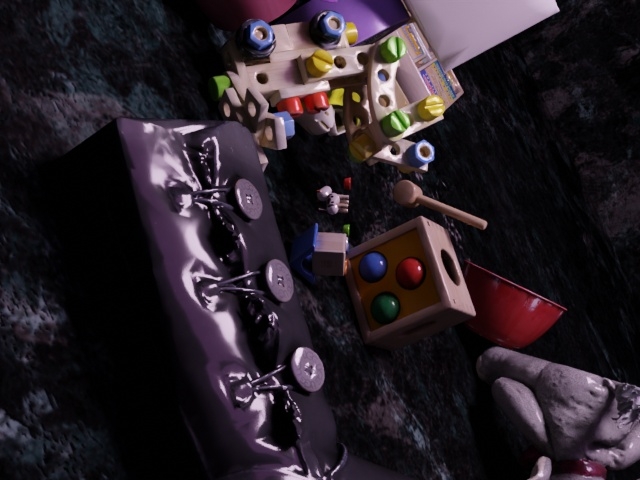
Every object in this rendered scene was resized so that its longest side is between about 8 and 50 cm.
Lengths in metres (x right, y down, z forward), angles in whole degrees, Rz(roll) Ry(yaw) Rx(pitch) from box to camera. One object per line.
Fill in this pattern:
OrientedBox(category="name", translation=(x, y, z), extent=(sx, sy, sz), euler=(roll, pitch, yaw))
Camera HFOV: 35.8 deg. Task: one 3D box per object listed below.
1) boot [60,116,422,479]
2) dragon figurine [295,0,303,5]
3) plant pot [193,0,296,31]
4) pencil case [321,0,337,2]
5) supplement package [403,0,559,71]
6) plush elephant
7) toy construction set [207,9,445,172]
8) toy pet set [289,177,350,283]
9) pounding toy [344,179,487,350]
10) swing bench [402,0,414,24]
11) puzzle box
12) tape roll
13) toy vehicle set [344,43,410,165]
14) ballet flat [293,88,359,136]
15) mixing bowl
OrientedBox(category="boot", translation=(-0.034, 0.110, 0.929), extent=(0.367, 0.146, 0.445), euler=(11, 52, -64))
OrientedBox(category="dragon figurine", translation=(-0.064, -0.503, 1.527), extent=(0.144, 0.085, 0.289), euler=(19, 54, -61))
OrientedBox(category="plant pot", translation=(-0.109, -0.361, 1.186), extent=(0.201, 0.201, 0.180), euler=(-90, 160, -45))
OrientedBox(category="pencil case", translation=(0.016, -0.404, 1.206), extent=(0.086, 0.088, 0.206), euler=(3, 84, -18))
OrientedBox(category="supplement package", translation=(0.185, -0.398, 1.392), extent=(0.175, 0.177, 0.293), euler=(57, 12, -31))
OrientedBox(category="plush elephant", translation=(0.363, 0.318, 1.424), extent=(0.272, 0.255, 0.330), euler=(19, -4, -7))
OrientedBox(category="toy construction set", translation=(-0.007, -0.166, 1.193), extent=(0.328, 0.151, 0.215), euler=(-12, 84, -42))
OrientedBox(category="toy pet set", translation=(0.000, 0.000, 1.202), extent=(0.114, 0.065, 0.122), euler=(-82, 174, -49))
OrientedBox(category="pounding toy", translation=(0.120, 0.010, 1.274), extent=(0.094, 0.181, 0.206), euler=(22, 47, -57))
OrientedBox(category="swing bench", translation=(0.084, -0.507, 1.667), extent=(0.255, 0.165, 0.253), euler=(17, 70, -52))
OrientedBox(category="puzzle box", translation=(0.148, -0.438, 1.949), extent=(0.409, 0.052, 0.272), euler=(61, 24, -7))
OrientedBox(category="tape roll", translation=(0.025, -0.297, 1.377), extent=(0.080, 0.189, 0.189), euler=(61, 24, -4))
OrientedBox(category="toy vehicle set", translation=(0.074, -0.243, 1.617), extent=(0.166, 0.035, 0.267), euler=(57, 24, -15))
OrientedBox(category="ballet flat", translation=(0.003, -0.183, 1.370), extent=(0.231, 0.077, 0.077), euler=(-10, 88, -67))
OrientedBox(category="mixing bowl", translation=(0.290, 0.112, 1.587), extent=(0.181, 0.098, 0.181), euler=(26, 3, -1))
